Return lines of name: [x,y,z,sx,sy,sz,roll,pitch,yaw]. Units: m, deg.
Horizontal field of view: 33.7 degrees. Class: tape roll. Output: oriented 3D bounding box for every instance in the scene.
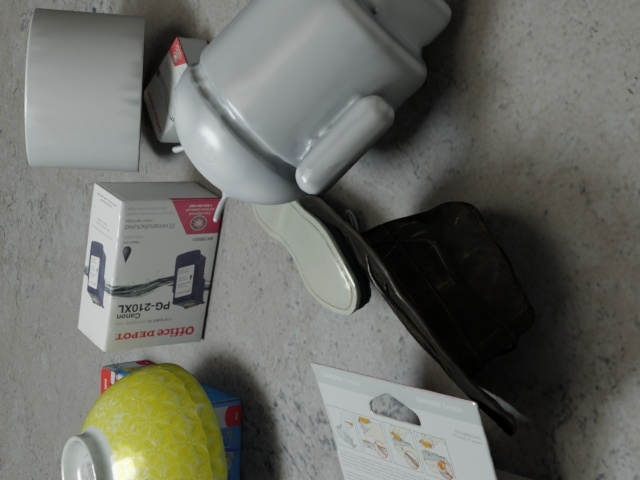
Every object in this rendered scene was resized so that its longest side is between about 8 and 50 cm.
tape roll: [-0.360,-0.230,1.634,0.246,0.169,0.246,-177,90,-80]

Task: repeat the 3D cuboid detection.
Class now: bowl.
bowl: [-0.271,0.322,1.495,0.289,0.156,0.289,3,94,53]

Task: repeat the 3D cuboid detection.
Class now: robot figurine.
robot figurine: [-0.023,-0.179,1.185,0.353,0.200,0.300,-43,43,15]

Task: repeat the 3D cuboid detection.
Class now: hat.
hat: [0.128,0.035,1.081,0.134,0.331,0.331,-41,50,0]

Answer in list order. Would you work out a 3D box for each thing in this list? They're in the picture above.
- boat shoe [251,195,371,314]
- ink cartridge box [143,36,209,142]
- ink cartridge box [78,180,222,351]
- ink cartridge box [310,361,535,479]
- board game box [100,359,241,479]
boat shoe: [0.000,0.000,1.321,0.254,0.079,0.095,45,129,45]
ink cartridge box: [-0.208,-0.225,1.599,0.135,0.056,0.099,-46,56,45]
ink cartridge box: [-0.256,0.037,1.585,0.100,0.172,0.237,30,116,48]
ink cartridge box: [0.118,0.246,1.137,0.275,0.060,0.238,5,114,53]
board game box: [-0.243,0.369,1.660,0.302,0.086,0.308,9,99,53]
